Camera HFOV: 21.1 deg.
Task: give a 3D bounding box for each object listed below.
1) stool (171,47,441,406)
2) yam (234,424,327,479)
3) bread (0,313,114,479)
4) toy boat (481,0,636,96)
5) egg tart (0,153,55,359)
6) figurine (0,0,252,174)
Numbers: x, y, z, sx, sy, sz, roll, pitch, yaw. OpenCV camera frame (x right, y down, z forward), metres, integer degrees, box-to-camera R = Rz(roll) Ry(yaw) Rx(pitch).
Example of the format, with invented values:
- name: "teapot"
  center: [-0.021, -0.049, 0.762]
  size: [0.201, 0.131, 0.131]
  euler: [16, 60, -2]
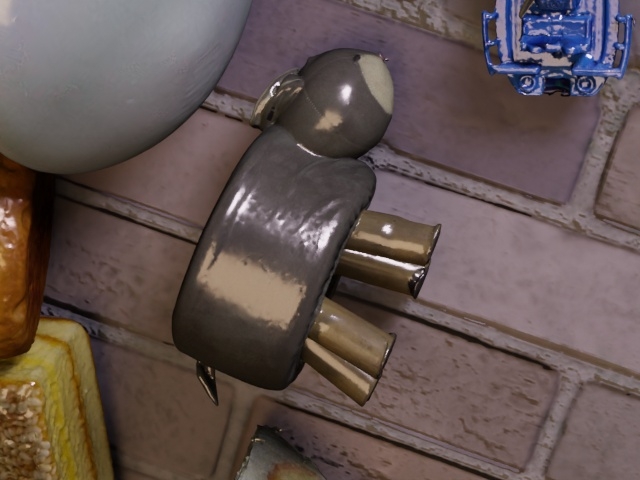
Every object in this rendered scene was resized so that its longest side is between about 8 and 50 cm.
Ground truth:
- name: "stool"
  center: [-0.002, 0.002, 1.072]
  size: [0.139, 0.153, 0.228]
  euler: [23, 118, 4]
- name: "yam"
  center: [0.009, 0.260, 1.197]
  size: [0.254, 0.154, 0.154]
  euler: [39, 118, -9]
- name: "bread"
  center: [-0.273, 0.142, 1.242]
  size: [0.234, 0.110, 0.184]
  euler: [1, 118, 17]
- name: "toy boat"
  center: [0.135, -0.158, 0.986]
  size: [0.091, 0.110, 0.175]
  euler: [3, 113, 14]
- name: "egg tart"
  center: [-0.267, -0.009, 1.125]
  size: [0.171, 0.215, 0.215]
  euler: [4, 116, -3]
- name: "figurine"
  center: [-0.225, -0.197, 1.015]
  size: [0.382, 0.205, 0.224]
  euler: [30, 106, 2]
